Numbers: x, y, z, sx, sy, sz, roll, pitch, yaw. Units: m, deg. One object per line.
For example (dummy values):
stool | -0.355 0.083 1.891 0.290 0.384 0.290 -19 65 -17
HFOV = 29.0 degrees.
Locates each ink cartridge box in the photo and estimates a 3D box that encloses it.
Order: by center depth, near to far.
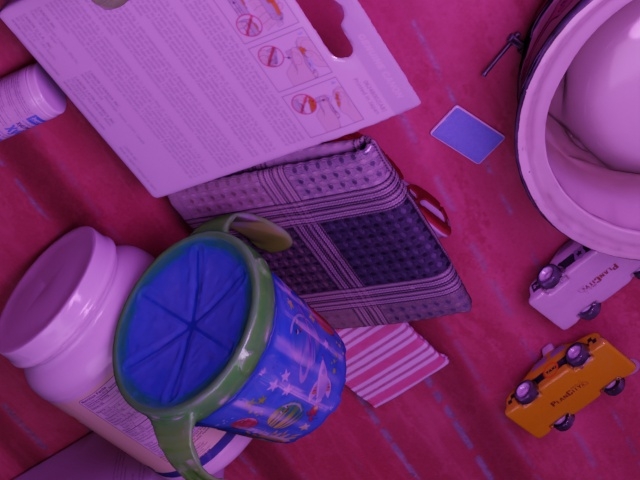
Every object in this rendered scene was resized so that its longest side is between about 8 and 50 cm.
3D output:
ink cartridge box | -0.119 -0.226 1.396 0.385 0.091 0.308 -17 128 28

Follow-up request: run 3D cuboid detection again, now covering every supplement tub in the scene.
supplement tub | -0.371 -0.166 1.500 0.107 0.071 0.071 -20 127 17
supplement tub | -0.244 0.153 1.656 0.235 0.235 0.325 -35 121 25

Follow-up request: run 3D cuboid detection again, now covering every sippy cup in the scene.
sippy cup | -0.093 0.137 1.499 0.224 0.240 0.305 34 90 -42

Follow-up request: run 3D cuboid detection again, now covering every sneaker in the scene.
sneaker | 0.057 -0.041 1.598 0.128 0.087 0.221 -37 120 24

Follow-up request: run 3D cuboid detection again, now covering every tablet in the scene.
tablet | 0.187 -0.134 1.573 0.083 0.006 0.054 29 123 -23

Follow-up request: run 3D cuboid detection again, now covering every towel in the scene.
towel | 0.000 0.000 1.607 0.324 0.056 0.312 -9 134 32
towel | 0.076 0.158 1.800 0.144 0.029 0.197 -33 125 24

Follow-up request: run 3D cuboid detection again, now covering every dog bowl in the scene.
dog bowl | 0.411 -0.180 1.429 0.408 0.150 0.408 -3 127 -4

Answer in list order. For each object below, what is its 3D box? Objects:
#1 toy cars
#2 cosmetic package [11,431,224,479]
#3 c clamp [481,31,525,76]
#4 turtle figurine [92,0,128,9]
toy cars | 0.360 0.111 1.730 0.177 0.087 0.393 0 126 -7
cosmetic package | -0.338 0.422 1.890 0.385 0.217 0.156 -32 123 25
c clamp | 0.298 -0.221 1.498 0.161 0.022 0.137 25 120 -18
turtle figurine | -0.239 -0.377 1.196 0.198 0.266 0.274 -19 150 -38
